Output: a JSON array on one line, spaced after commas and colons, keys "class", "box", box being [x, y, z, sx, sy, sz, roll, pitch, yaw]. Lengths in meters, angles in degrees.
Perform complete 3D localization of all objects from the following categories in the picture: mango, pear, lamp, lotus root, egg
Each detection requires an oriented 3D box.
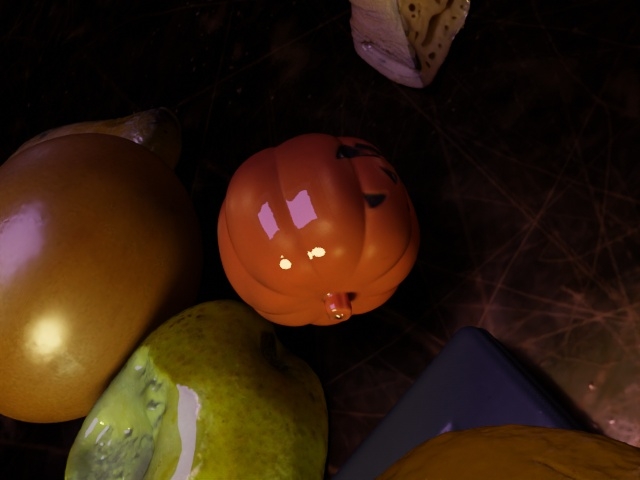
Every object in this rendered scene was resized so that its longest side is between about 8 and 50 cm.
[{"class": "mango", "box": [-0.338, -0.086, 1.136, 0.329, 0.175, 0.177, -6, 96, 22]}, {"class": "pear", "box": [-0.121, 0.187, 0.768, 0.292, 0.159, 0.293, -24, 51, 34]}, {"class": "lamp", "box": [0.000, 0.000, 0.718, 0.187, 0.187, 0.164, -34, 55, 29]}, {"class": "lotus root", "box": [0.094, -0.256, 0.840, 0.135, 0.095, 0.160, 34, 135, 54]}, {"class": "egg", "box": [-0.290, 0.045, 0.913, 0.282, 0.282, 0.351, 38, 100, 48]}]

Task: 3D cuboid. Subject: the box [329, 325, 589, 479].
[{"class": "box", "box": [0.098, 0.198, 0.618, 0.230, 0.050, 0.160, -52, 42, 11]}]

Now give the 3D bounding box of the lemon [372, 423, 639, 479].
[{"class": "lemon", "box": [0.124, 0.241, 0.400, 0.297, 0.297, 0.297, -22, 55, 36]}]
